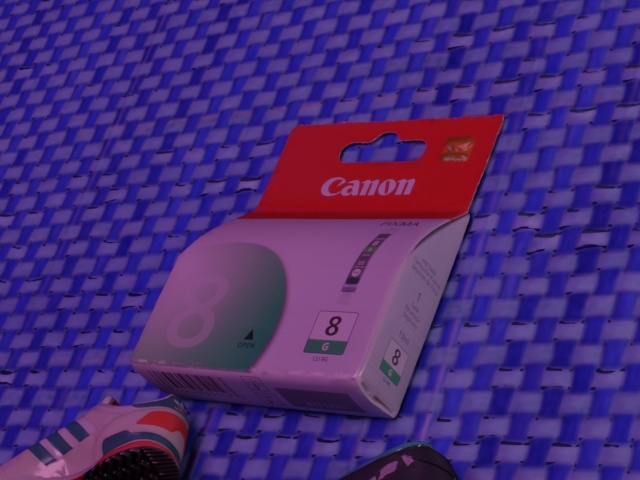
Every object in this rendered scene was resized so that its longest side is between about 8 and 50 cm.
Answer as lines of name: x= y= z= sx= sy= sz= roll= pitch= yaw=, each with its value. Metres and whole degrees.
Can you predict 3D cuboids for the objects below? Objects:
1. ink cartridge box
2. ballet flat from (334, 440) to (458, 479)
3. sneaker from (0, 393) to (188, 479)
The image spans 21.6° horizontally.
ink cartridge box: x=0.000 y=0.000 z=1.060 sx=0.181 sy=0.056 sz=0.225 roll=1 pitch=58 yaw=38
ballet flat: x=-0.015 y=0.177 z=0.908 sx=0.203 sy=0.074 sz=0.074 roll=-27 pitch=43 yaw=13
sneaker: x=-0.150 y=0.141 z=1.062 sx=0.161 sy=0.057 sz=0.075 roll=-20 pitch=29 yaw=25
